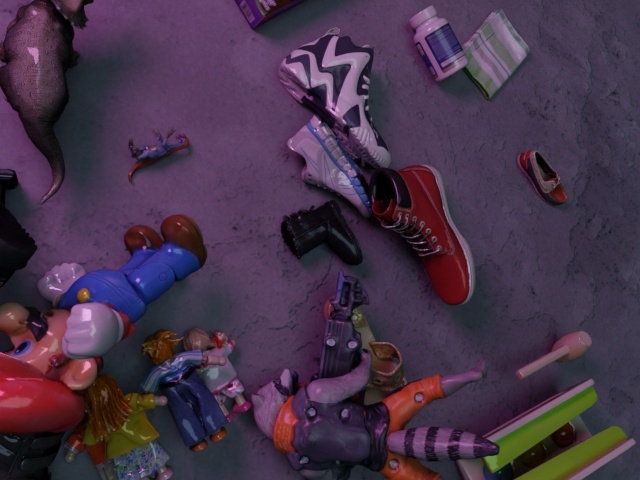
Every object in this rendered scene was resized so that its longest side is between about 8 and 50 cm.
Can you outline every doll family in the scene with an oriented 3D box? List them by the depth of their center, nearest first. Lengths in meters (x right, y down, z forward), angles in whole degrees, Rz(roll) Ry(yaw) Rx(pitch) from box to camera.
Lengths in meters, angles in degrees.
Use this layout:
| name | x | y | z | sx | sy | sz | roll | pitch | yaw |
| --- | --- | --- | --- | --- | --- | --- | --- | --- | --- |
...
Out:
| name | x | y | z | sx | sy | sz | roll | pitch | yaw |
| --- | --- | --- | --- | --- | --- | --- | --- | --- | --- |
| doll family | -0.205 | 0.207 | 0.743 | 0.263 | 0.118 | 0.163 | -31 | 97 | -24 |

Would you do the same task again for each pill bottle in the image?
| name | x | y | z | sx | sy | sz | roll | pitch | yaw |
| --- | --- | --- | --- | --- | --- | --- | --- | --- | --- |
| pill bottle | 0.207 | -0.349 | 1.022 | 0.067 | 0.067 | 0.120 | -35 | 99 | -24 |

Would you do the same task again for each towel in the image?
| name | x | y | z | sx | sy | sz | roll | pitch | yaw |
| --- | --- | --- | --- | --- | --- | --- | --- | --- | --- |
| towel | 0.333 | -0.359 | 1.106 | 0.113 | 0.023 | 0.152 | 46 | 69 | -13 |

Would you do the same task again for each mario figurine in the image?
| name | x | y | z | sx | sy | sz | roll | pitch | yaw |
| --- | --- | --- | --- | --- | --- | --- | --- | --- | --- |
| mario figurine | -0.273 | 0.068 | 0.653 | 0.170 | 0.198 | 0.320 | 33 | 44 | 2 |

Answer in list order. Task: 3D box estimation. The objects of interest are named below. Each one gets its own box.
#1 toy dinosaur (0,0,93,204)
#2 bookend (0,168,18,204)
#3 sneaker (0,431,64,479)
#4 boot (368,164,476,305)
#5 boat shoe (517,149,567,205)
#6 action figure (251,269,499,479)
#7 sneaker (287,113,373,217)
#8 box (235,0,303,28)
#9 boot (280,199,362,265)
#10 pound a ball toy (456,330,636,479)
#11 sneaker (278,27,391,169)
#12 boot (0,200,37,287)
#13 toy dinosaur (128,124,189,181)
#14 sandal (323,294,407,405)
| name | x | y | z | sx | sy | sz | roll | pitch | yaw |
| --- | --- | --- | --- | --- | --- | --- | --- | --- | --- |
| toy dinosaur | -0.346 | -0.208 | 0.703 | 0.121 | 0.160 | 0.314 | 15 | 77 | -22 |
| bookend | -0.451 | -0.008 | 0.681 | 0.156 | 0.072 | 0.157 | 3 | 83 | -24 |
| sneaker | -0.333 | 0.290 | 0.667 | 0.147 | 0.104 | 0.296 | -39 | 97 | -3 |
| boot | 0.155 | -0.001 | 0.915 | 0.176 | 0.088 | 0.244 | -12 | 82 | -52 |
| boat shoe | 0.437 | -0.121 | 1.116 | 0.137 | 0.043 | 0.049 | 46 | 67 | -15 |
| action figure | 0.064 | 0.216 | 0.793 | 0.330 | 0.178 | 0.342 | 0 | 91 | 7 |
| sneaker | 0.017 | -0.105 | 0.918 | 0.083 | 0.071 | 0.191 | -31 | 113 | 15 |
| box | -0.099 | -0.510 | 0.895 | 0.201 | 0.057 | 0.293 | -39 | 105 | -23 |
| boot | 0.000 | 0.000 | 0.902 | 0.099 | 0.045 | 0.121 | -25 | 88 | -27 |
| pound a ball toy | 0.380 | 0.318 | 1.012 | 0.319 | 0.136 | 0.208 | -19 | 67 | -25 |
| sneaker | 0.062 | -0.238 | 0.928 | 0.235 | 0.094 | 0.153 | 44 | 77 | -3 |
| boot | -0.427 | 0.014 | 0.587 | 0.246 | 0.094 | 0.207 | 42 | 92 | 20 |
| toy dinosaur | -0.231 | -0.130 | 0.826 | 0.082 | 0.047 | 0.090 | 2 | 116 | -33 |
| sandal | 0.088 | 0.191 | 0.901 | 0.088 | 0.079 | 0.240 | -34 | 99 | -24 |
